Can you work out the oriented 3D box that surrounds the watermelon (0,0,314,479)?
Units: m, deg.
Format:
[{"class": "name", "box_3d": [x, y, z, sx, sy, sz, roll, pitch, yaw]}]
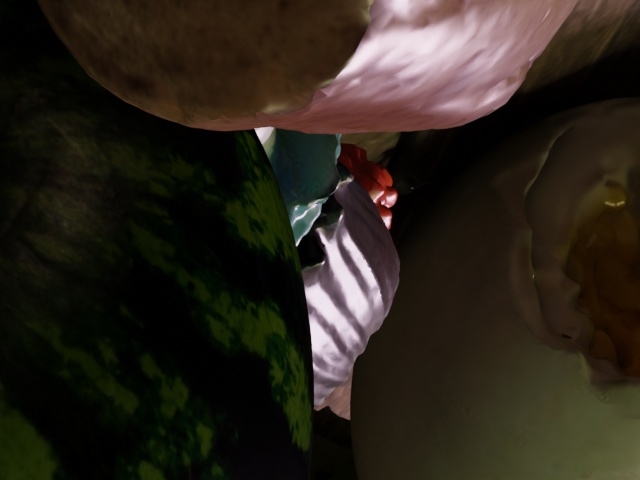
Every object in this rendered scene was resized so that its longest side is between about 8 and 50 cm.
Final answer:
[{"class": "watermelon", "box_3d": [-0.131, 0.045, 0.420, 0.269, 0.269, 0.269, -26, 166, -7]}]

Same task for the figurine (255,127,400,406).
[{"class": "figurine", "box_3d": [-0.027, -0.011, 0.719, 0.138, 0.110, 0.245, -44, 162, -8]}]

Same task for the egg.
[{"class": "egg", "box_3d": [0.155, 0.093, 1.032, 0.278, 0.278, 0.336, -22, 149, -24]}]

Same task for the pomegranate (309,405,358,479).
[{"class": "pomegranate", "box_3d": [-0.053, 0.226, 1.177, 0.270, 0.254, 0.254, -57, 165, -1]}]

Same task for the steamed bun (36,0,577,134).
[{"class": "steamed bun", "box_3d": [0.012, -0.106, 0.366, 0.145, 0.106, 0.175, -15, 123, -63]}]

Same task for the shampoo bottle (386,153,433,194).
[{"class": "shampoo bottle", "box_3d": [0.000, 0.000, 0.962, 0.048, 0.027, 0.137, 2, 148, -48]}]
